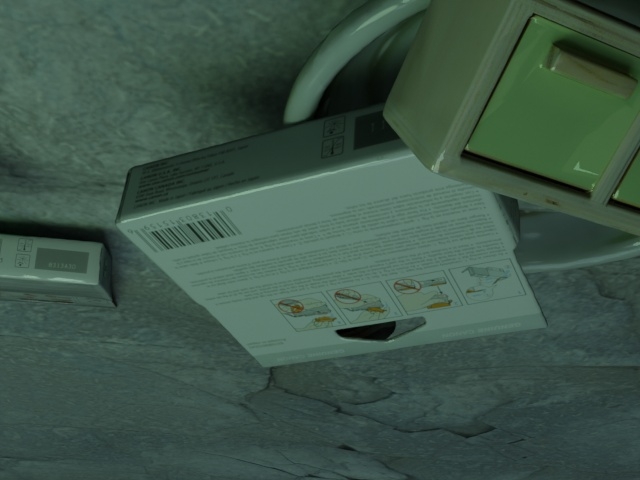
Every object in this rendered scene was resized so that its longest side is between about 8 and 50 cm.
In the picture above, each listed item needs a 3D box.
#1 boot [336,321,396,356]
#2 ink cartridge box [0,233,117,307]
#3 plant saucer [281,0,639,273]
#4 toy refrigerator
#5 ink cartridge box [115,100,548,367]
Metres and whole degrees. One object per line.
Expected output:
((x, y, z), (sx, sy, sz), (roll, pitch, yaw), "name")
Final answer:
((0.002, -0.001, 0.836), (0.085, 0.236, 0.178), (-26, 104, 2), "boot")
((-0.341, 0.039, 0.989), (0.181, 0.056, 0.224), (5, 169, -7), "ink cartridge box")
((0.172, -0.104, 0.637), (0.401, 0.100, 0.400), (1, 152, 1), "plant saucer")
((0.184, -0.063, 0.473), (0.270, 0.094, 0.102), (15, 114, -22), "toy refrigerator")
((0.021, 0.007, 0.654), (0.275, 0.060, 0.239), (-11, 142, 22), "ink cartridge box")
